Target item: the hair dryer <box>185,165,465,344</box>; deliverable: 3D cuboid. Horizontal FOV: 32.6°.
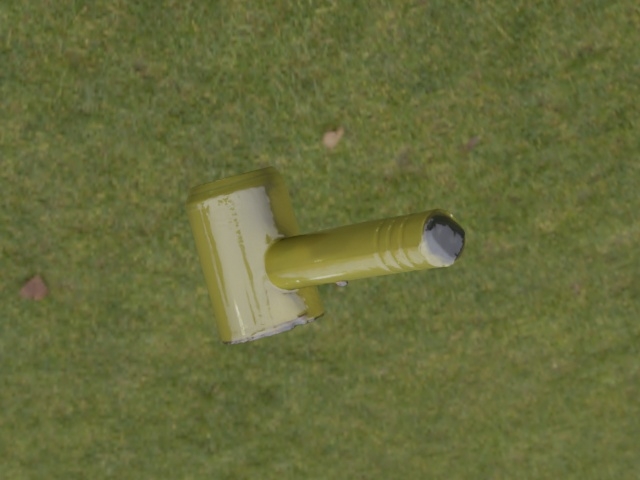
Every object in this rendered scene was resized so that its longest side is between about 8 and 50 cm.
[{"bbox_3d":[0.000,0.000,0.845,0.090,0.135,0.278,-17,-176,-37],"label":"hair dryer"}]
